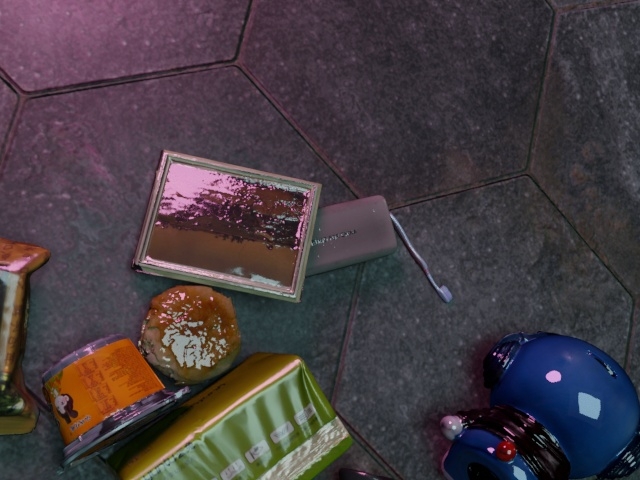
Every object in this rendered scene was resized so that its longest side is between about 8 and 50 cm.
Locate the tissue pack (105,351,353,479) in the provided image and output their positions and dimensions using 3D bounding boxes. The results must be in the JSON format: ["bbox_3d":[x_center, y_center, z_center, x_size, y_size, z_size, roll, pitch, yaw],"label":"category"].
[{"bbox_3d":[-0.129,0.291,1.075,0.275,0.200,0.167,-35,98,-22],"label":"tissue pack"}]

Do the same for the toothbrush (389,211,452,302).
[{"bbox_3d":[0.166,0.026,1.328,0.019,0.013,0.193,-40,99,-28],"label":"toothbrush"}]

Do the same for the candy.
[{"bbox_3d":[-0.432,0.129,1.033,0.143,0.101,0.271,8,86,-13],"label":"candy"}]

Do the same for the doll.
[{"bbox_3d":[0.363,0.290,1.252,0.310,0.240,0.284,-34,67,-28],"label":"doll"}]

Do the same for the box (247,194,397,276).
[{"bbox_3d":[0.000,0.000,1.243,0.244,0.055,0.103,-14,88,-23],"label":"box"}]

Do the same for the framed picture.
[{"bbox_3d":[-0.135,-0.024,1.166,0.252,0.014,0.197,12,72,-4],"label":"framed picture"}]

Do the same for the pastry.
[{"bbox_3d":[-0.186,0.135,1.137,0.153,0.081,0.153,2,83,-17],"label":"pastry"}]

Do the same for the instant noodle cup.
[{"bbox_3d":[-0.291,0.206,1.049,0.208,0.177,0.125,-31,82,-9],"label":"instant noodle cup"}]

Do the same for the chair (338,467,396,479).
[{"bbox_3d":[0.084,0.451,1.204,0.095,0.104,0.221,-5,89,-48],"label":"chair"}]
